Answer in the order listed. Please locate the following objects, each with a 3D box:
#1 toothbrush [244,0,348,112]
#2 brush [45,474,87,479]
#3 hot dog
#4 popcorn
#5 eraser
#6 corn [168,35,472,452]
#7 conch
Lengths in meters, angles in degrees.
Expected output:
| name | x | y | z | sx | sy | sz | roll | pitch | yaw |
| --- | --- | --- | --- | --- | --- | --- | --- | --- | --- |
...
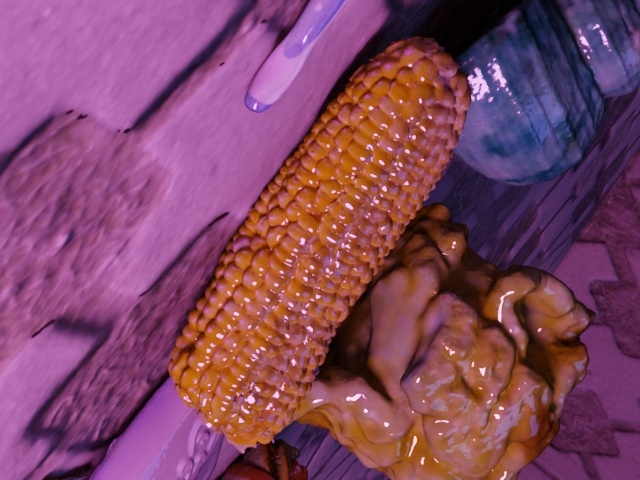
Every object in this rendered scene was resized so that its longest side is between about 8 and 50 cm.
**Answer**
| name | x | y | z | sx | sy | sz | roll | pitch | yaw |
| --- | --- | --- | --- | --- | --- | --- | --- | --- | --- |
| toothbrush | 0.038 | -0.178 | 0.705 | 0.269 | 0.021 | 0.027 | -55 | 161 | 13 |
| brush | -0.209 | 0.183 | 0.828 | 0.082 | 0.010 | 0.218 | -53 | 167 | 4 |
| hot dog | -0.084 | 0.290 | 1.348 | 0.261 | 0.093 | 0.123 | -42 | 164 | -38 |
| popcorn | 0.115 | 0.114 | 1.261 | 0.293 | 0.237 | 0.293 | -50 | 171 | -11 |
| eraser | -0.139 | 0.203 | 0.988 | 0.243 | 0.059 | 0.204 | -53 | 171 | -31 |
| corn | 0.000 | 0.000 | 0.871 | 0.292 | 0.101 | 0.101 | -57 | 166 | 12 |
| conch | 0.172 | -0.131 | 1.022 | 0.202 | 0.134 | 0.196 | -48 | 179 | -3 |
